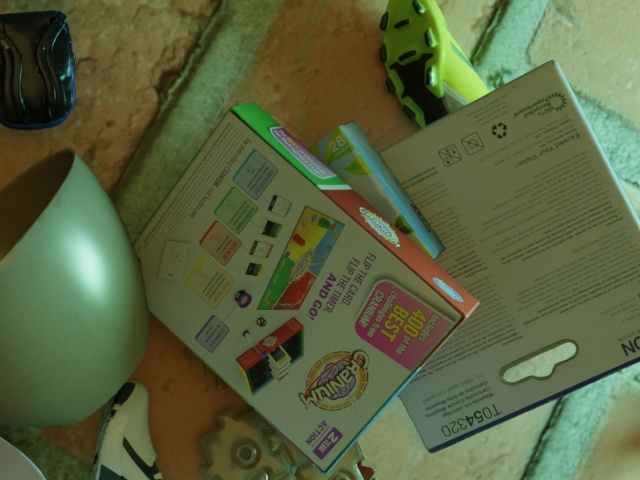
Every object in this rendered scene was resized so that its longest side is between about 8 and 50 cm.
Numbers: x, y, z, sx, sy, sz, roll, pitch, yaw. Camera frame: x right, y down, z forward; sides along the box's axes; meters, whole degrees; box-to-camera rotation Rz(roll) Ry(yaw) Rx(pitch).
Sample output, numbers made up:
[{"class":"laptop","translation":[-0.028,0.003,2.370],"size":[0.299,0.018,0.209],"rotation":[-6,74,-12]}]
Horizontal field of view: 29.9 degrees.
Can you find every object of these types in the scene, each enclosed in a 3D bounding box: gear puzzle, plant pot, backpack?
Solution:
[{"class":"gear puzzle","translation":[-0.041,0.249,1.329],"size":[0.176,0.044,0.338],"rotation":[-26,86,-13]},{"class":"plant pot","translation":[-0.282,0.075,1.190],"size":[0.284,0.284,0.191],"rotation":[-48,113,-14]},{"class":"backpack","translation":[-0.310,-0.177,1.287],"size":[0.098,0.101,0.120],"rotation":[-9,89,-12]}]

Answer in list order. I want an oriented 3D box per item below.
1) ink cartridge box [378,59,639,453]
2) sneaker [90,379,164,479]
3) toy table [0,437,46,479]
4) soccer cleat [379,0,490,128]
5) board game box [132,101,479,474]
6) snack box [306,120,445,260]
[{"class":"ink cartridge box","translation":[0.188,0.021,1.319],"size":[0.324,0.071,0.330],"rotation":[-27,91,16]},{"class":"sneaker","translation":[-0.166,0.272,1.266],"size":[0.153,0.094,0.234],"rotation":[9,81,-13]},{"class":"toy table","translation":[-0.367,0.283,1.144],"size":[0.274,0.160,0.252],"rotation":[29,57,19]},{"class":"soccer cleat","translation":[0.161,-0.167,1.417],"size":[0.121,0.093,0.289],"rotation":[-18,82,-45]},{"class":"board game box","translation":[-0.033,0.050,1.243],"size":[0.316,0.064,0.242],"rotation":[42,112,8]},{"class":"snack box","translation":[0.000,0.000,1.295],"size":[0.207,0.070,0.174],"rotation":[-35,88,20]}]
